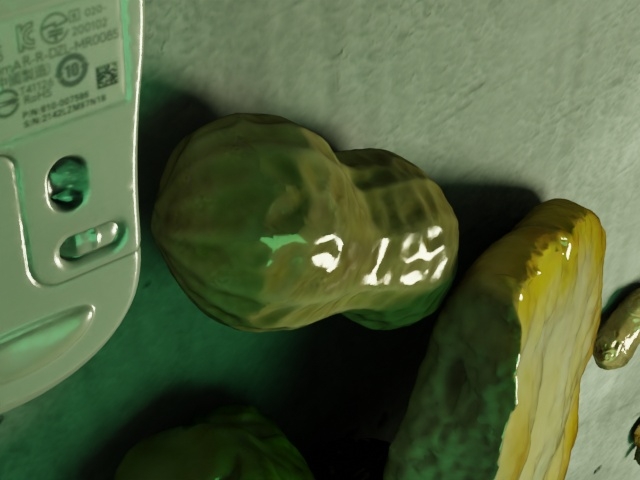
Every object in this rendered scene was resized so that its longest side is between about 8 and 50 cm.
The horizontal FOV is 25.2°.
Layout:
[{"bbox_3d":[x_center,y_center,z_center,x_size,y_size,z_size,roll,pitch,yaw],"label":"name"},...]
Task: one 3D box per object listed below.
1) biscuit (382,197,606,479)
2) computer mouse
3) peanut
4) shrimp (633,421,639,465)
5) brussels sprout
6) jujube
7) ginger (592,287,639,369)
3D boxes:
[{"bbox_3d":[0.133,0.165,1.157,0.446,0.104,0.429,-44,145,-58],"label":"biscuit"},{"bbox_3d":[-0.165,-0.058,0.626,0.184,0.121,0.296,-26,131,-28],"label":"computer mouse"},{"bbox_3d":[0.000,0.000,0.901,0.136,0.120,0.298,-33,158,26],"label":"peanut"},{"bbox_3d":[0.409,0.241,1.792,0.059,0.023,0.108,-4,131,-37],"label":"shrimp"},{"bbox_3d":[-0.057,0.222,1.028,0.161,0.223,0.223,-5,151,13],"label":"brussels sprout"},{"bbox_3d":[0.010,0.232,1.209,0.166,0.104,0.104,-24,143,-29],"label":"jujube"},{"bbox_3d":[0.380,0.075,1.521,0.259,0.065,0.149,-35,150,-23],"label":"ginger"}]
